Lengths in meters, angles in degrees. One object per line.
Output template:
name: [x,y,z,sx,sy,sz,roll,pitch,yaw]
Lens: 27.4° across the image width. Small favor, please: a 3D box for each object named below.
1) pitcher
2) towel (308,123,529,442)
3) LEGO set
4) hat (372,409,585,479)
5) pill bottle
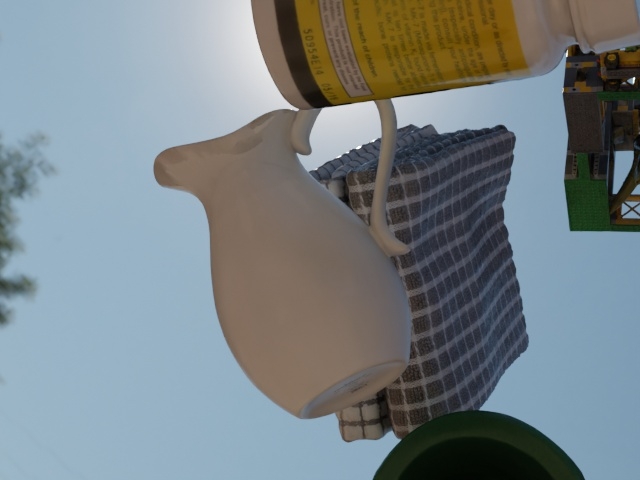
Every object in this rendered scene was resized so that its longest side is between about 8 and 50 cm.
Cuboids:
pitcher: [0.000,0.000,0.900,0.207,0.177,0.125,64,14,20]
towel: [0.097,0.025,1.157,0.121,0.283,0.235,-8,-80,29]
LEGO set: [0.376,-0.156,1.472,0.254,0.192,0.331,-5,-38,23]
hat: [0.141,0.227,1.011,0.208,0.173,0.183,26,-2,33]
pill bottle: [0.075,-0.146,0.752,0.208,0.119,0.119,-6,-55,19]
